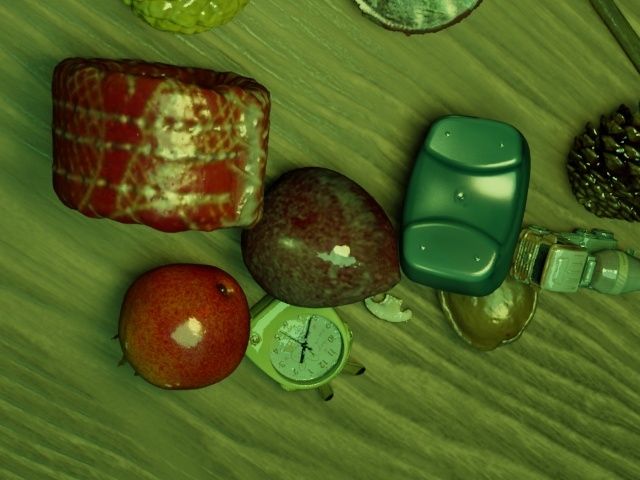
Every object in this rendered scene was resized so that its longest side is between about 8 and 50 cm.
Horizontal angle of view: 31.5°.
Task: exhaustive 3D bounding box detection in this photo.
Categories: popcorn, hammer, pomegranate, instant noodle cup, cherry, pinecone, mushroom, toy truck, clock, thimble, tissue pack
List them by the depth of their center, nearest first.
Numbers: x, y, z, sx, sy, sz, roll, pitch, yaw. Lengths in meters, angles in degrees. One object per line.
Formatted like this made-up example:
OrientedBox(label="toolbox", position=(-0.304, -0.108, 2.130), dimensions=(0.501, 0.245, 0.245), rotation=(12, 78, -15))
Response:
OrientedBox(label="thimble", position=(-0.240, -0.151, 1.736), dimensions=(0.350, 0.350, 0.231), rotation=(4, 104, -11))
OrientedBox(label="popcorn", position=(-0.203, -0.423, 1.739), dimensions=(0.226, 0.200, 0.203), rotation=(-19, 113, -6))
OrientedBox(label="instant noodle cup", position=(0.152, -0.473, 1.841), dimensions=(0.274, 0.091, 0.274), rotation=(-3, 106, -9))
OrientedBox(label="cherry", position=(0.000, 0.000, 1.862), dimensions=(0.300, 0.203, 0.230), rotation=(23, 66, 22))
OrientedBox(label="pomegranate", position=(-0.235, 0.150, 1.884), dimensions=(0.256, 0.221, 0.221), rotation=(-28, 112, 35))
OrientedBox(label="tissue pack", position=(0.239, -0.054, 1.893), dimensions=(0.198, 0.206, 0.287), rotation=(10, 81, 10))
OrientedBox(label="hammer", position=(0.511, -0.370, 1.959), dimensions=(0.111, 0.043, 0.365), rotation=(-41, 109, 2))
OrientedBox(label="pinecone", position=(0.528, -0.135, 1.961), dimensions=(0.204, 0.179, 0.184), rotation=(-43, 131, -14))
OrientedBox(label="toy truck", position=(0.469, 0.045, 1.990), dimensions=(0.256, 0.140, 0.108), rotation=(5, 106, -33))
OrientedBox(label="clock", position=(-0.024, 0.188, 2.002), dimensions=(0.170, 0.069, 0.232), rotation=(-41, 109, 2))
OrientedBox(label="mushroom", position=(0.120, 0.120, 2.034), dimensions=(0.101, 0.019, 0.049), rotation=(25, 100, -18))

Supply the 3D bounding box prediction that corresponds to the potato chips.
OrientedBox(label="potato chips", position=(0.291, 0.091, 2.033), dimensions=(0.208, 0.062, 0.195), rotation=(32, 88, -16))
